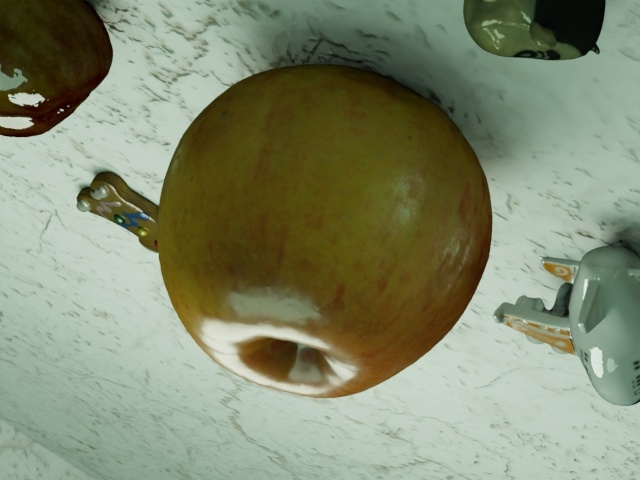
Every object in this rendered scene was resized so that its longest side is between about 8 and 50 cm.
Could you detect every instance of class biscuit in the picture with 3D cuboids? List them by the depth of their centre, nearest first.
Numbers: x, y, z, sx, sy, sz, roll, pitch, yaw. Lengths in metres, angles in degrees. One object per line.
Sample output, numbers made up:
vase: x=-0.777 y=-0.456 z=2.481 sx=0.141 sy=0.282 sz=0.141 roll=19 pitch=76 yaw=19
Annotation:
biscuit: x=-0.206 y=-0.013 z=1.480 sx=0.205 sy=0.031 sz=0.138 roll=31 pitch=154 yaw=-18

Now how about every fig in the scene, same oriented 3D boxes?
fig: x=-0.319 y=-0.216 z=1.075 sx=0.274 sy=0.145 sz=0.170 roll=48 pitch=146 yaw=-17

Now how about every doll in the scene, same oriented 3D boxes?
doll: x=0.122 y=-0.178 z=0.812 sx=0.179 sy=0.102 sz=0.089 roll=31 pitch=115 yaw=-13

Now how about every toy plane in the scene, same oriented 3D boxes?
toy plane: x=0.289 y=0.088 z=1.147 sx=0.244 sy=0.117 sz=0.245 roll=18 pitch=153 yaw=9

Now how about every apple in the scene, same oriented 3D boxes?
apple: x=0.000 y=0.000 z=1.022 sx=0.298 sy=0.275 sz=0.299 roll=10 pitch=140 yaw=8
